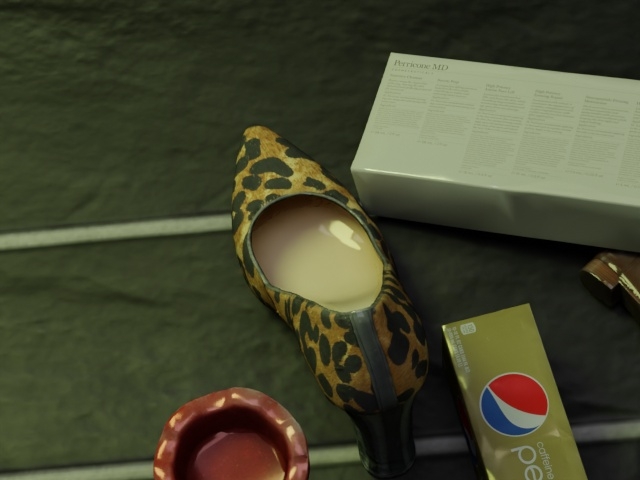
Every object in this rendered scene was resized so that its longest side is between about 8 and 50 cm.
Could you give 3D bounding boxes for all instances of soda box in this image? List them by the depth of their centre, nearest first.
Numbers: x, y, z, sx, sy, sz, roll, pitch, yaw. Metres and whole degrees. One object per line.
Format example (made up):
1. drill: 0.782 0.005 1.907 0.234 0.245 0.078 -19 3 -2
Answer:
1. soda box: 0.123 0.134 1.138 0.058 0.061 0.181 -15 63 -3

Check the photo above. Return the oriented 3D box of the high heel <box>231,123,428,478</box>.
1. high heel: 0.000 0.000 1.147 0.093 0.186 0.261 -21 63 -6

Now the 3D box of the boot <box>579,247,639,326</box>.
1. boot: 0.238 0.014 1.207 0.114 0.037 0.106 -41 69 -20

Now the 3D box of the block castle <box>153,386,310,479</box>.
1. block castle: -0.035 0.329 0.969 0.303 0.213 0.453 -32 65 -11

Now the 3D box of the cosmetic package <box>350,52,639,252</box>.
1. cosmetic package: 0.149 -0.053 1.214 0.239 0.060 0.098 9 61 19
